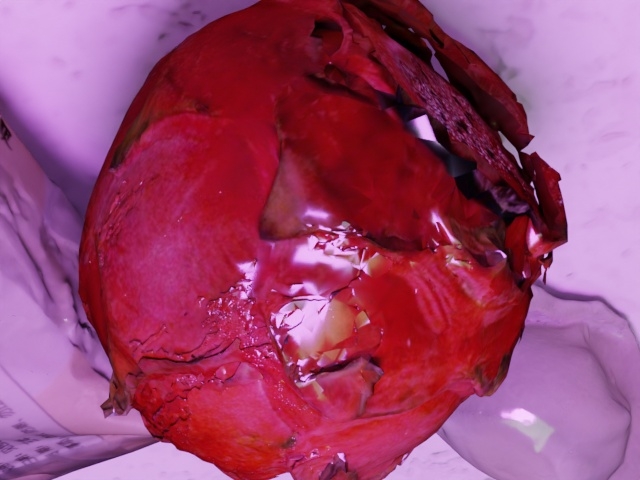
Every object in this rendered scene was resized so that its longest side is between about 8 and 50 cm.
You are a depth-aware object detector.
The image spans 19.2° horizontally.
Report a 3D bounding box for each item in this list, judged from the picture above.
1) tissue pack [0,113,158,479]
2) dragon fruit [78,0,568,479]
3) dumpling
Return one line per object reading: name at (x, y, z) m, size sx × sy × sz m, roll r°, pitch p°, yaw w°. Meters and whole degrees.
tissue pack at (-0.308, 0.064, 1.243) m, size 0.390 × 0.195 × 0.375 m, roll -17°, pitch 134°, yaw 14°
dragon fruit at (0.000, 0.000, 1.151) m, size 0.296 × 0.295 × 0.301 m, roll 18°, pitch 116°, yaw -19°
dumpling at (0.159, 0.105, 1.376) m, size 0.229 × 0.124 × 0.151 m, roll 31°, pitch 85°, yaw -19°
